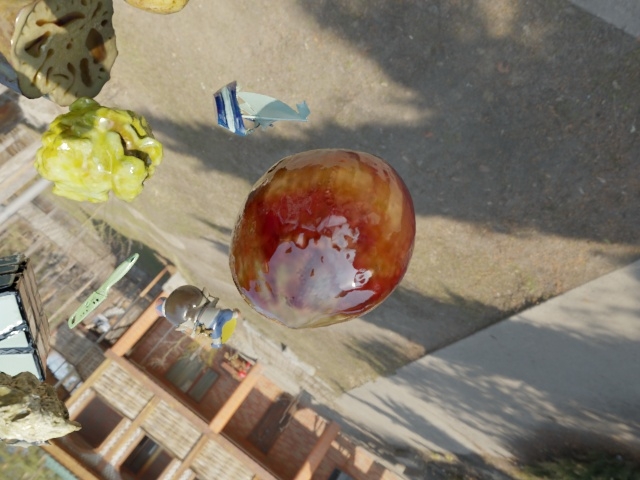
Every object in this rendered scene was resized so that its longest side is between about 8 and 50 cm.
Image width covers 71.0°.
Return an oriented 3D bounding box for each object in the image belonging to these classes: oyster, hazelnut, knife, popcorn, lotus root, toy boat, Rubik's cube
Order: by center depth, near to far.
[{"bbox_3d":[-0.522,0.280,0.778,0.209,0.133,0.071,36,118,34],"label":"oyster"},{"bbox_3d":[0.000,0.000,0.964,0.421,0.421,0.352,18,139,40],"label":"hazelnut"},{"bbox_3d":[-0.485,-0.210,1.021,0.242,0.250,0.235,18,141,-18],"label":"popcorn"},{"bbox_3d":[-0.661,-0.456,1.034,0.250,0.316,0.316,22,156,4],"label":"lotus root"},{"bbox_3d":[-0.896,0.222,1.169,0.283,0.289,0.293,-151,56,-60],"label":"Rubik's cube"},{"bbox_3d":[-0.620,0.144,1.284,0.043,0.293,0.020,47,-176,15],"label":"knife"},{"bbox_3d":[-0.182,-0.375,1.327,0.292,0.210,0.070,17,146,-6],"label":"toy boat"}]

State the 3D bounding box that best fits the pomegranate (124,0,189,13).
[{"bbox_3d":[-0.434,-0.692,1.154,0.215,0.215,0.215,32,157,15],"label":"pomegranate"}]

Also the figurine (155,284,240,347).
[{"bbox_3d":[-0.404,0.234,1.452,0.276,0.161,0.158,26,154,17],"label":"figurine"}]
